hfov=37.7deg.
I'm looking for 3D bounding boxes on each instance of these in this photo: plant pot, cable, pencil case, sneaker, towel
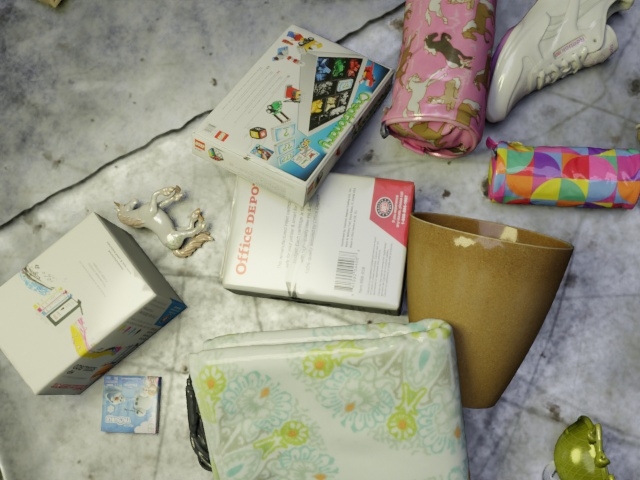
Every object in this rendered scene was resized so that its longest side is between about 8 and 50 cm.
[{"bbox_3d":[0.221,0.105,1.363,0.237,0.237,0.254,12,98,9],"label":"plant pot"},{"bbox_3d":[-0.131,0.280,1.455,0.151,0.047,0.184,-6,87,-3],"label":"cable"},{"bbox_3d":[0.190,-0.328,1.456,0.167,0.160,0.385,4,78,21],"label":"pencil case"},{"bbox_3d":[0.369,-0.300,1.460,0.152,0.114,0.305,35,86,13],"label":"sneaker"},{"bbox_3d":[0.369,-0.103,1.435,0.237,0.104,0.104,6,80,7],"label":"pencil case"},{"bbox_3d":[0.016,0.277,1.329,0.375,0.090,0.320,-5,112,11],"label":"towel"}]

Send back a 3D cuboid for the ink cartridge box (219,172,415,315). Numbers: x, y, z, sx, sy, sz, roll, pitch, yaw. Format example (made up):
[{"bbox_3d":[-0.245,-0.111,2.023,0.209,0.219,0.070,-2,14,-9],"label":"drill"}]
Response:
[{"bbox_3d":[0.000,0.000,1.451,0.273,0.114,0.196,7,80,7],"label":"ink cartridge box"}]

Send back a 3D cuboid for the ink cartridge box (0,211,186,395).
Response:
[{"bbox_3d":[-0.365,0.105,1.449,0.233,0.171,0.168,-39,77,0],"label":"ink cartridge box"}]

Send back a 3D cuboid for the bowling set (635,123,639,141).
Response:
[{"bbox_3d":[0.610,-0.253,1.401,0.287,0.154,0.199,-6,79,6],"label":"bowling set"}]

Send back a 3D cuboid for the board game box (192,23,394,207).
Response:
[{"bbox_3d":[-0.036,-0.202,1.452,0.193,0.053,0.305,27,53,11],"label":"board game box"}]

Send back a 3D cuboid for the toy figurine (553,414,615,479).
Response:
[{"bbox_3d":[0.318,0.442,1.301,0.217,0.191,0.362,-14,77,9],"label":"toy figurine"}]

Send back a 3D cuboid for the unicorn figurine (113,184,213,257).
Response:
[{"bbox_3d":[-0.259,-0.037,1.516,0.111,0.060,0.162,-41,83,10],"label":"unicorn figurine"}]

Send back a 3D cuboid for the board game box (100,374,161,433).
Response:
[{"bbox_3d":[-0.300,0.260,1.489,0.090,0.020,0.090,0,81,7],"label":"board game box"}]

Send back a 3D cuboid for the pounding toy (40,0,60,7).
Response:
[{"bbox_3d":[-0.485,-0.534,1.627,0.181,0.094,0.206,27,75,16],"label":"pounding toy"}]
